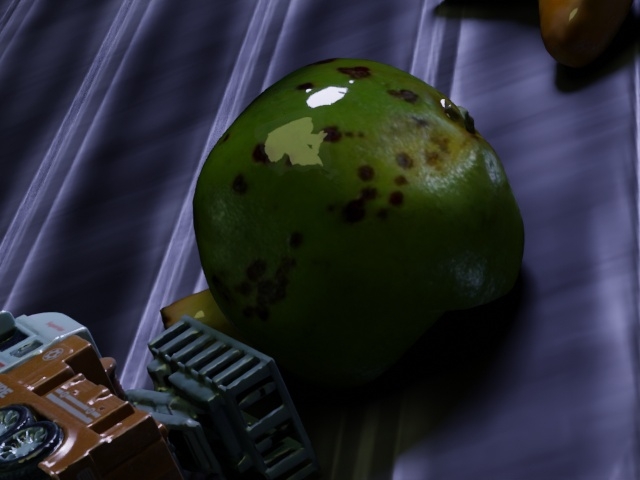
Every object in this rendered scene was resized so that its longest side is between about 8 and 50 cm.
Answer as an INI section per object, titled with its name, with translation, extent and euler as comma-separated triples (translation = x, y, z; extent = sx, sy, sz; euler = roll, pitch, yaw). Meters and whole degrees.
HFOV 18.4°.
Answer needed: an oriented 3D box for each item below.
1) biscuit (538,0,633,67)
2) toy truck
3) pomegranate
[biscuit]
translation = 0.130, -0.191, 1.076
extent = 0.164, 0.047, 0.208
euler = -71, 23, 12
[toy truck]
translation = -0.097, 0.080, 0.840
extent = 0.115, 0.080, 0.178
euler = -33, 26, -22
[pomegranate]
translation = -0.002, -0.007, 0.856
extent = 0.169, 0.122, 0.143
euler = -22, 54, 7
